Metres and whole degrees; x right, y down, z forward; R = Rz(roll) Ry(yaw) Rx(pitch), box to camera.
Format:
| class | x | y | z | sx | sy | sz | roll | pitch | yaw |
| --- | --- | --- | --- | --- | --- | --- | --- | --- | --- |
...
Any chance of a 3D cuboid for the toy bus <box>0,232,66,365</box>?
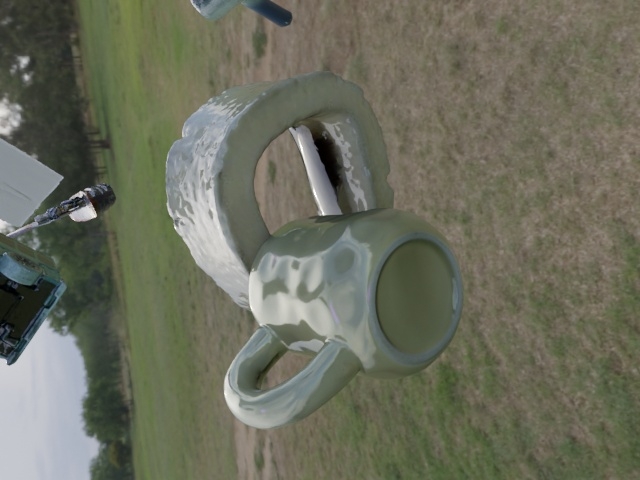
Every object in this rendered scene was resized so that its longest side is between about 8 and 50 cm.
| class | x | y | z | sx | sy | sz | roll | pitch | yaw |
| --- | --- | --- | --- | --- | --- | --- | --- | --- | --- |
| toy bus | -0.450 | 0.026 | 0.664 | 0.128 | 0.256 | 0.147 | -57 | 33 | -4 |

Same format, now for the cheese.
| class | x | y | z | sx | sy | sz | roll | pitch | yaw |
| --- | --- | --- | --- | --- | --- | --- | --- | --- | --- |
| cheese | -0.038 | -0.054 | 0.801 | 0.153 | 0.292 | 0.332 | 11 | 128 | 48 |

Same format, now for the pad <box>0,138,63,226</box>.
| class | x | y | z | sx | sy | sz | roll | pitch | yaw |
| --- | --- | --- | --- | --- | --- | --- | --- | --- | --- |
| pad | -0.663 | -0.130 | 1.157 | 0.004 | 0.156 | 0.232 | 43 | -177 | 41 |

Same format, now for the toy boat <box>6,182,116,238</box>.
| class | x | y | z | sx | sy | sz | roll | pitch | yaw |
| --- | --- | --- | --- | --- | --- | --- | --- | --- | --- |
| toy boat | -0.634 | -0.045 | 1.357 | 0.072 | 0.318 | 0.219 | 63 | 171 | -11 |

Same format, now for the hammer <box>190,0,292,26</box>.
| class | x | y | z | sx | sy | sz | roll | pitch | yaw |
| --- | --- | --- | --- | --- | --- | --- | --- | --- | --- |
| hammer | -0.112 | -0.386 | 0.920 | 0.116 | 0.194 | 0.070 | -27 | 73 | 31 |

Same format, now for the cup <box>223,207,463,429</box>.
| class | x | y | z | sx | sy | sz | roll | pitch | yaw |
| --- | --- | --- | --- | --- | --- | --- | --- | --- | --- |
| cup | 0.005 | 0.067 | 0.605 | 0.202 | 0.255 | 0.173 | 0 | 108 | 55 |
